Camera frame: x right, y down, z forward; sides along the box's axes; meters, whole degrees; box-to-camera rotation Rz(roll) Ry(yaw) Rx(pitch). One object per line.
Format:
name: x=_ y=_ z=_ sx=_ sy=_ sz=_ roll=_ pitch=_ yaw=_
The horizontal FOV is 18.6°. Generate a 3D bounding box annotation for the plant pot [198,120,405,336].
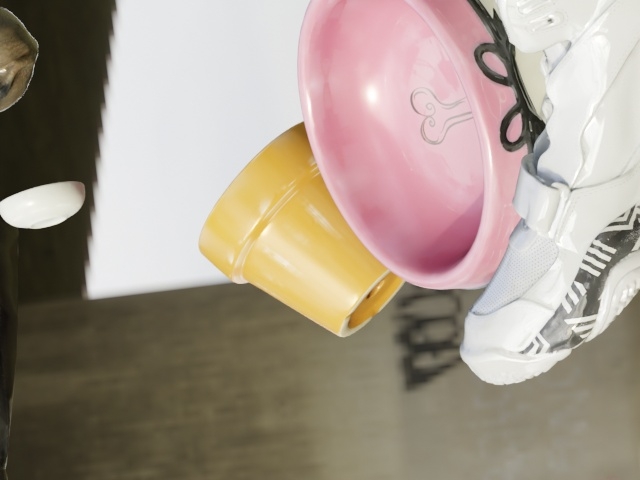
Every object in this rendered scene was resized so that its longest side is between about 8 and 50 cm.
plant pot: x=0.000 y=0.000 z=2.195 sx=0.188 sy=0.205 sz=0.205 roll=42 pitch=176 yaw=14

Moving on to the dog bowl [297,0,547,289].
dog bowl: x=0.126 y=-0.132 z=1.992 sx=0.408 sy=0.150 sz=0.408 roll=39 pitch=140 yaw=43

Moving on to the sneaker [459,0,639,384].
sneaker: x=0.174 y=-0.084 z=1.383 sx=0.210 sy=0.366 sz=0.137 roll=37 pitch=-167 yaw=-8

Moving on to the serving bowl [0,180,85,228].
serving bowl: x=-0.259 y=-0.029 z=1.834 sx=0.083 sy=0.083 sz=0.027 roll=50 pitch=-156 yaw=-79

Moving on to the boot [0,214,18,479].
boot: x=-0.496 y=0.197 z=2.156 sx=0.146 sy=0.367 sz=0.445 roll=42 pitch=-143 yaw=-65

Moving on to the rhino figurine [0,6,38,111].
rhino figurine: x=-0.282 y=-0.135 z=1.309 sx=0.243 sy=0.106 sz=0.073 roll=25 pitch=137 yaw=41
